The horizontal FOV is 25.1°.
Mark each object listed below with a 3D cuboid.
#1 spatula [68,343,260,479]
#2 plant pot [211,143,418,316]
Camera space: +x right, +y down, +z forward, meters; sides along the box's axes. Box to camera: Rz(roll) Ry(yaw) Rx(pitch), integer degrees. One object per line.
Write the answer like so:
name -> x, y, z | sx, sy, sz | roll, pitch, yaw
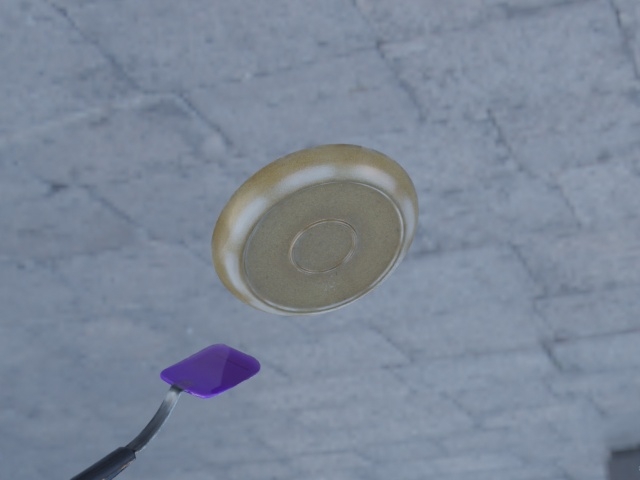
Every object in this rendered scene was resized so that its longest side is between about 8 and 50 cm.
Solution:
spatula -> -0.177, 0.192, 1.440 | 0.084, 0.296, 0.030 | 19, 137, 39
plant pot -> 0.000, 0.000, 1.555 | 0.236, 0.032, 0.236 | -12, 133, -13
